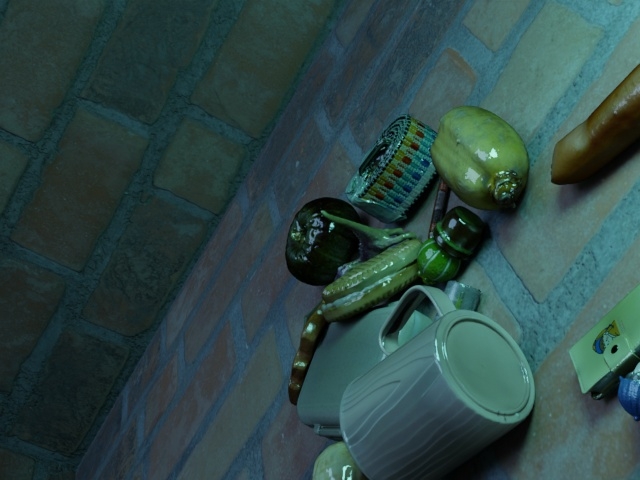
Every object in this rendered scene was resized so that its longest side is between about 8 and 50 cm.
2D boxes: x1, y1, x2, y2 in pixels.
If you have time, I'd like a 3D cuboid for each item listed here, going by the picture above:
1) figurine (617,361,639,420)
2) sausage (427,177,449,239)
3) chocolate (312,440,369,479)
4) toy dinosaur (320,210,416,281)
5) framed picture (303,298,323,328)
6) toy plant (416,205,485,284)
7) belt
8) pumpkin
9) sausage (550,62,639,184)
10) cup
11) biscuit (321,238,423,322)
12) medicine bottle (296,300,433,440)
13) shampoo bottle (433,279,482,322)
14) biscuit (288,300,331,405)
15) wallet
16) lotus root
[{"bbox_3d":[0.439,0.171,1.197,0.136,0.077,0.079,-45,43,16],"label":"figurine"},{"bbox_3d":[0.256,-0.072,2.016,0.028,0.025,0.198,-4,57,32],"label":"sausage"},{"bbox_3d":[0.041,0.502,1.712,0.134,0.134,0.309,-51,21,33],"label":"chocolate"},{"bbox_3d":[0.105,0.003,2.067,0.251,0.200,0.072,91,161,-59],"label":"toy dinosaur"},{"bbox_3d":[-0.005,0.196,2.379,0.149,0.011,0.109,-48,26,39],"label":"framed picture"},{"bbox_3d":[0.247,0.016,1.833,0.162,0.093,0.092,-58,20,28],"label":"toy plant"},{"bbox_3d":[0.170,-0.161,2.162,0.257,0.150,0.207,-51,15,30],"label":"belt"},{"bbox_3d":[-0.002,-0.002,2.392,0.238,0.159,0.238,-45,30,35],"label":"pumpkin"},{"bbox_3d":[0.475,-0.187,1.507,0.300,0.083,0.089,-49,30,44],"label":"sausage"},{"bbox_3d":[0.189,0.239,1.542,0.273,0.208,0.288,-46,19,41],"label":"cup"},{"bbox_3d":[0.110,0.083,1.961,0.259,0.079,0.259,-29,1,0],"label":"biscuit"},{"bbox_3d":[0.087,0.265,1.882,0.375,0.123,0.282,-22,42,64],"label":"medicine bottle"},{"bbox_3d":[0.227,0.181,1.710,0.072,0.072,0.214,-6,61,68],"label":"shampoo bottle"},{"bbox_3d":[-0.016,0.243,2.146,0.306,0.043,0.284,-69,-12,16],"label":"biscuit"},{"bbox_3d":[0.419,0.142,1.310,0.155,0.039,0.110,-52,19,30],"label":"wallet"},{"bbox_3d":[0.312,-0.149,1.789,0.342,0.152,0.169,-118,41,-61],"label":"lotus root"}]
